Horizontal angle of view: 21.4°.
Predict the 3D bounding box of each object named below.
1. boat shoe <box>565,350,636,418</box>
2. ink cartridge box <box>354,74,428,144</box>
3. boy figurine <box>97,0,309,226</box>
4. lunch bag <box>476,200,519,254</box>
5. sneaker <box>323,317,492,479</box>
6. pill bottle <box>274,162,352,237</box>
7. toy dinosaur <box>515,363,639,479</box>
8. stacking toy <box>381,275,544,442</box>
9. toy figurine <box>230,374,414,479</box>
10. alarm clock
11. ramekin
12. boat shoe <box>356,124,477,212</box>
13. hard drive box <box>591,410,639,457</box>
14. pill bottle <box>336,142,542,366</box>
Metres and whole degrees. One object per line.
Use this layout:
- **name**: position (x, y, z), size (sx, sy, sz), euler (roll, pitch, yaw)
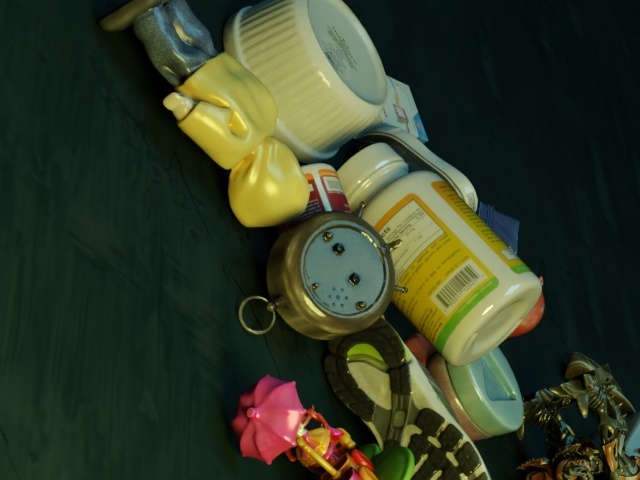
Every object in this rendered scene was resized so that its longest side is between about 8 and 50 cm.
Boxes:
- **boat shoe**: position (0.405, 0.213, 2.422), size (0.152, 0.056, 0.049), euler (48, 33, -27)
- **ink cartridge box**: position (0.079, -0.167, 2.203), size (0.122, 0.052, 0.088), euler (15, 51, -56)
- **boy figurine**: position (-0.107, -0.143, 1.777), size (0.285, 0.092, 0.177), euler (56, 25, -12)
- **lunch bag**: position (0.193, 0.000, 2.016), size (0.065, 0.067, 0.098), euler (27, 34, -10)
- **sneaker**: position (0.115, 0.213, 1.776), size (0.121, 0.111, 0.300), euler (34, 26, -56)
- **pill bottle**: position (0.000, 0.000, 1.837), size (0.086, 0.086, 0.152), euler (12, 54, -59)
- **toy dinosaur**: position (0.323, 0.279, 2.075), size (0.322, 0.164, 0.218), euler (-11, 77, -60)
- **stacking toy**: position (0.156, 0.078, 2.000), size (0.279, 0.130, 0.309), euler (51, 26, -21)
- **toy figurine**: position (-0.014, 0.189, 1.608), size (0.159, 0.130, 0.173), euler (44, 6, -13)
- **alarm clock**: position (-0.002, 0.043, 1.738), size (0.192, 0.064, 0.129), euler (-28, 93, -25)
- **ramekin**: position (-0.010, -0.204, 2.004), size (0.207, 0.109, 0.207), euler (44, 30, -34)
- **boat shoe**: position (0.097, -0.072, 2.051), size (0.228, 0.076, 0.080), euler (40, -37, 48)
- **hard drive box**: position (0.422, 0.354, 2.266), size (0.181, 0.089, 0.232), euler (60, 24, -1)
- **pill bottle**: position (0.117, 0.009, 1.885), size (0.245, 0.136, 0.136), euler (48, 20, 21)
